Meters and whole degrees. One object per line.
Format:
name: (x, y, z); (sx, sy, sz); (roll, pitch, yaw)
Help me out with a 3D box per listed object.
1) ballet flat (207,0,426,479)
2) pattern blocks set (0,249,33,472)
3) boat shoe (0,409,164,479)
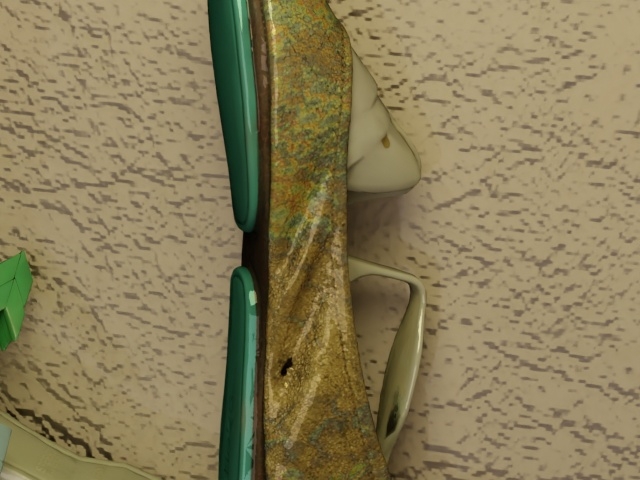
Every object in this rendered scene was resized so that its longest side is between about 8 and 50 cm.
ballet flat: (0.000, 0.000, 0.986); (0.123, 0.123, 0.348); (1, 99, 11)
pattern blocks set: (-0.289, -0.001, 0.941); (0.325, 0.285, 0.026); (24, 136, -31)
boat shoe: (-0.192, 0.144, 1.040); (0.305, 0.109, 0.091); (25, 99, 2)
